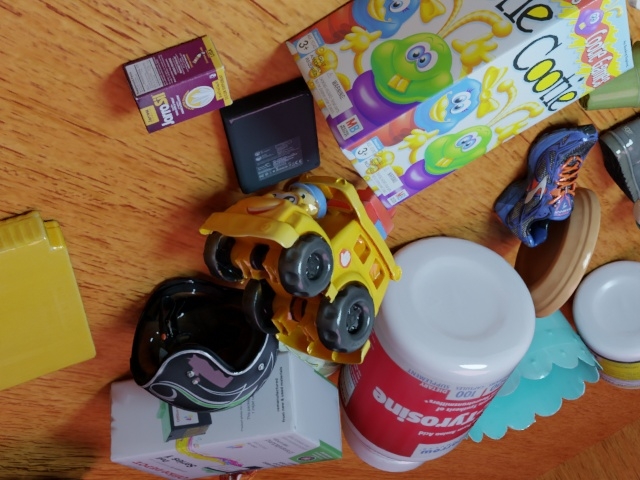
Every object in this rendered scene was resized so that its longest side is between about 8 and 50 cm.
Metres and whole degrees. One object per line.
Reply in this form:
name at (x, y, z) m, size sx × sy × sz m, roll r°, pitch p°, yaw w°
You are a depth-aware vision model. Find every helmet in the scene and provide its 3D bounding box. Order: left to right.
helmet at (-0.138, 0.135, 1.151) m, size 0.161 × 0.169 × 0.169 m, roll 16°, pitch 132°, yaw -30°

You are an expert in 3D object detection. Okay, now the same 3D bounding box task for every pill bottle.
pill bottle at (0.153, 0.196, 1.407) m, size 0.229 × 0.229 × 0.408 m, roll -14°, pitch 148°, yaw -21°
pill bottle at (0.595, 0.178, 1.777) m, size 0.187 × 0.188 × 0.334 m, roll -30°, pitch 152°, yaw 7°

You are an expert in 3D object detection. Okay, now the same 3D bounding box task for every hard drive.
hard drive at (-0.050, -0.107, 0.965) m, size 0.094 × 0.022 × 0.135 m, roll -21°, pitch 151°, yaw -8°

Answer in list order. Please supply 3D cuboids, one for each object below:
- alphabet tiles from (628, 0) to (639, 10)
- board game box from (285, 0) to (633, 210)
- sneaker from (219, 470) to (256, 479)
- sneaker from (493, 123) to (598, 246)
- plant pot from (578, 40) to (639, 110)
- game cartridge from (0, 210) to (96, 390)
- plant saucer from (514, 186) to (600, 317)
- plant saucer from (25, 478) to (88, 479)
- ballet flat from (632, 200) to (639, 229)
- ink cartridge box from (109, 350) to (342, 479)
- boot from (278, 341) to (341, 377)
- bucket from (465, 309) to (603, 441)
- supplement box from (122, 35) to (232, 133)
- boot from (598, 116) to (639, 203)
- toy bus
alphabet tiles at (0.363, -0.324, 0.802) m, size 0.284 × 0.021 × 0.278 m, roll -8°, pitch 127°, yaw -56°
board game box at (0.134, -0.176, 0.875) m, size 0.275 × 0.142 × 0.144 m, roll -31°, pitch 151°, yaw 9°
sneaker at (-0.140, 0.415, 1.728) m, size 0.067 × 0.064 × 0.175 m, roll -29°, pitch 164°, yaw -38°
sneaker at (0.318, -0.074, 1.247) m, size 0.083 × 0.087 × 0.221 m, roll -13°, pitch 149°, yaw -24°
plant pot at (0.351, -0.189, 1.105) m, size 0.079 × 0.083 × 0.083 m, roll -14°, pitch 151°, yaw 3°
game cartridge at (-0.419, 0.099, 0.990) m, size 0.323 × 0.053 × 0.285 m, roll -19°, pitch 150°, yaw -17°
plant saucer at (0.332, 0.013, 1.326) m, size 0.037 × 0.200 × 0.200 m, roll 21°, pitch 137°, yaw -8°
plant saucer at (-0.490, 0.456, 1.354) m, size 0.400 × 0.101 × 0.400 m, roll -31°, pitch -174°, yaw 4°
ballet flat at (0.683, -0.099, 1.476) m, size 0.400 × 0.139 × 0.139 m, roll -13°, pitch 149°, yaw -21°
ink cartridge box at (-0.132, 0.258, 1.315) m, size 0.278 × 0.117 × 0.201 m, roll -12°, pitch 154°, yaw 16°
boot at (0.006, 0.128, 1.343) m, size 0.165 × 0.077 × 0.213 m, roll -41°, pitch 147°, yaw 21°
bucket at (0.332, 0.213, 1.631) m, size 0.281 × 0.183 × 0.281 m, roll -19°, pitch 150°, yaw -11°
supplement box at (-0.127, -0.140, 0.828) m, size 0.083 × 0.043 × 0.055 m, roll -22°, pitch 152°, yaw -7°
boot at (0.502, -0.155, 1.293) m, size 0.208 × 0.076 × 0.189 m, roll -37°, pitch 152°, yaw 5°
toy bus at (0.000, 0.000, 1.046) m, size 0.211 × 0.149 × 0.220 m, roll -55°, pitch 133°, yaw -25°
